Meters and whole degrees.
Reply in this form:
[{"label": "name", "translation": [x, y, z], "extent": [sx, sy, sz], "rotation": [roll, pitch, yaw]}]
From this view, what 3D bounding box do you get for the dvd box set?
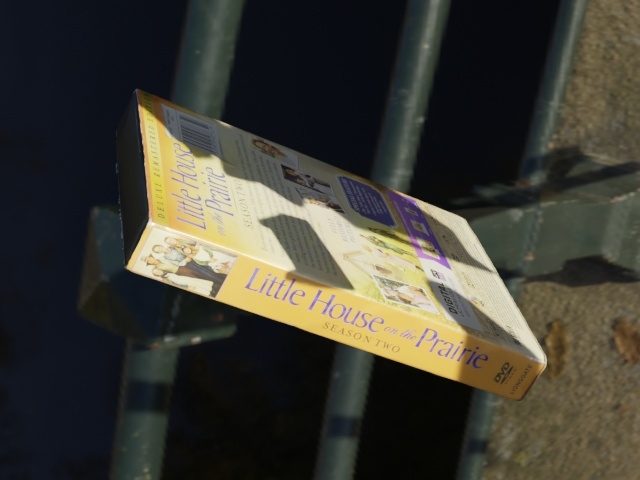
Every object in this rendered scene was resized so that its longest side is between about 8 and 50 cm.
[{"label": "dvd box set", "translation": [0.000, 0.000, 1.234], "extent": [0.062, 0.421, 0.307], "rotation": [-61, 23, 21]}]
